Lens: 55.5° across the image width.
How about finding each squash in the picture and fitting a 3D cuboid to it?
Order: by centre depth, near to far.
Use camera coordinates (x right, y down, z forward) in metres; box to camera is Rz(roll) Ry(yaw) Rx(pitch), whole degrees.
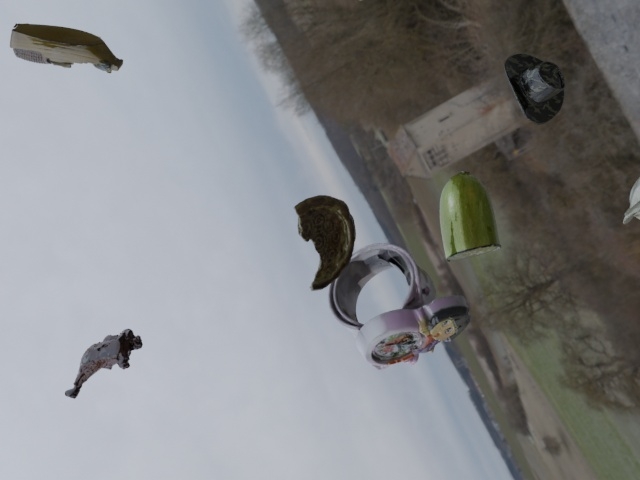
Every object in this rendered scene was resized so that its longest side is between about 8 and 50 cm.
[{"bbox_3d":[0.308,-0.055,1.287,0.123,0.123,0.186,36,-134,-79],"label":"squash"}]

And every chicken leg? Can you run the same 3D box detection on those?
[{"bbox_3d":[-0.468,0.257,1.300,0.048,0.219,0.089,40,-157,-56],"label":"chicken leg"}]

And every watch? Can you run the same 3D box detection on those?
[{"bbox_3d":[0.157,0.123,1.251,0.196,0.244,0.231,47,-165,-47],"label":"watch"}]

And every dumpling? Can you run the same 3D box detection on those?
[{"bbox_3d":[0.649,-0.094,1.159,0.092,0.176,0.150,36,168,-8],"label":"dumpling"}]

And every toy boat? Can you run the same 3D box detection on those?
[{"bbox_3d":[-0.343,-0.257,0.822,0.048,0.149,0.047,101,179,-46],"label":"toy boat"}]

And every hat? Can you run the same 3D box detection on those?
[{"bbox_3d":[0.323,-0.229,0.886,0.050,0.121,0.121,-20,101,58],"label":"hat"}]

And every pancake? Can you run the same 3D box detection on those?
[{"bbox_3d":[0.000,0.000,1.199,0.190,0.184,0.020,38,171,-36],"label":"pancake"}]
